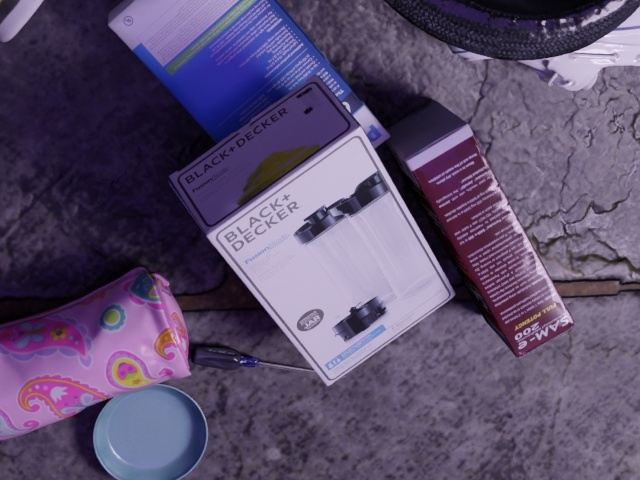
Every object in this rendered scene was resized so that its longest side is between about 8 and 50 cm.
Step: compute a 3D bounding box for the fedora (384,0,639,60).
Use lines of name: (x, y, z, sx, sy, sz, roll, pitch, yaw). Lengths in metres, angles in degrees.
fedora: (0.161, -0.327, 1.220, 0.334, 0.152, 0.334, -1, 101, -4)

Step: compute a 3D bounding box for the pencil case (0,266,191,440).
pencil case: (-0.271, 0.120, 1.308, 0.284, 0.124, 0.124, -18, 109, -2)

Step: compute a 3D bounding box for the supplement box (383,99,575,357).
supplement box: (0.155, -0.013, 1.332, 0.073, 0.130, 0.239, -32, 108, 1)

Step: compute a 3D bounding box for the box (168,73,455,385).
box: (0.000, 0.000, 1.258, 0.169, 0.087, 0.290, -34, 140, -2)

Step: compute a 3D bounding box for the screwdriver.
screwdriver: (-0.054, 0.130, 1.404, 0.170, 0.025, 0.024, 9, 105, -21)

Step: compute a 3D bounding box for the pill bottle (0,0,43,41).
pill bottle: (-0.328, -0.282, 1.174, 0.208, 0.119, 0.119, 37, 98, -18)

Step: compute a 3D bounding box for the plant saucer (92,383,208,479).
plant saucer: (-0.179, 0.202, 1.398, 0.119, 0.021, 0.119, -3, 108, -9)

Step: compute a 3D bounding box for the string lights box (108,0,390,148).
string lights box: (-0.068, -0.158, 1.278, 0.133, 0.077, 0.259, -40, 109, 5)

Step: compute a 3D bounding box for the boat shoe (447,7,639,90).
boat shoe: (0.252, -0.189, 1.313, 0.258, 0.095, 0.084, -6, 103, -6)
